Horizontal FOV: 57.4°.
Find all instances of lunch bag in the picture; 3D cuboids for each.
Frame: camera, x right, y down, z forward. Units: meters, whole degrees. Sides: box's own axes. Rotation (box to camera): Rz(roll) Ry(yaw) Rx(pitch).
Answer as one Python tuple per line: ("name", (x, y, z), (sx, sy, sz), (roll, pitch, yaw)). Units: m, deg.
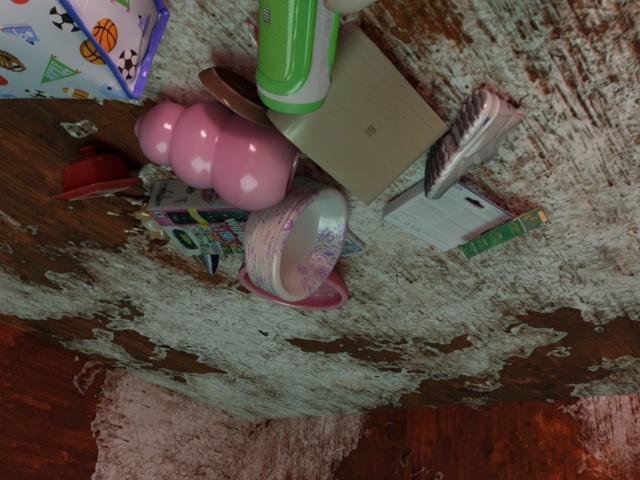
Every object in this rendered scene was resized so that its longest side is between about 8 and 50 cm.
("lunch bag", (-0.458, -0.403, 0.844), (0.328, 0.238, 0.385), (1, 156, 15))

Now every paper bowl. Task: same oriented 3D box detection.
("paper bowl", (-0.069, -0.011, 1.369), (0.148, 0.284, 0.284), (25, 158, 28))

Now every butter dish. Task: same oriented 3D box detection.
("butter dish", (-0.537, -0.167, 1.385), (0.160, 0.118, 0.160), (-12, -176, 28))

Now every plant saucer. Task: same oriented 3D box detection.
("plant saucer", (-0.145, -0.272, 1.080), (0.169, 0.168, 0.029), (25, 114, -27))
("plant saucer", (-0.075, 0.113, 1.736), (0.333, 0.084, 0.332), (11, 156, 5))

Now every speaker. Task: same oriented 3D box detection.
("speaker", (-0.033, -0.344, 0.871), (0.131, 0.131, 0.296), (8, 131, 1))

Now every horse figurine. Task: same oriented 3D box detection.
("horse figurine", (-0.481, -0.053, 1.604), (0.175, 0.066, 0.263), (6, 148, 16))

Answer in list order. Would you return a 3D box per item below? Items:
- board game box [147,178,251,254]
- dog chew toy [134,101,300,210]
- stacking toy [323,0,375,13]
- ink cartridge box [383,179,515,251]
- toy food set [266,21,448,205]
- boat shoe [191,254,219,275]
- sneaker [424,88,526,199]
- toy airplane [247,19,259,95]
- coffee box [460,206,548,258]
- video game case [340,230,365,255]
("board game box", (-0.253, -0.059, 1.506), (0.304, 0.097, 0.224), (-2, 148, 16))
("dog chew toy", (-0.215, -0.186, 1.191), (0.332, 0.206, 0.206), (17, 149, 1))
("stacking toy", (-0.037, -0.496, 0.555), (0.480, 0.350, 0.351), (35, 142, -17))
("ink cartridge box", (0.303, -0.070, 1.395), (0.223, 0.045, 0.224), (26, 143, -28))
("toy food set", (0.077, -0.224, 1.102), (0.220, 0.092, 0.306), (-44, 127, 14))
("boat shoe", (-0.345, 0.034, 1.726), (0.066, 0.066, 0.183), (9, 140, 9))
("sneaker", (0.297, -0.167, 1.166), (0.115, 0.105, 0.281), (14, 145, -14))
("toy airplane", (-0.102, -0.312, 1.027), (0.028, 0.151, 0.151), (-8, 149, 0))
("coffee box", (0.439, -0.017, 1.403), (0.113, 0.040, 0.184), (-20, 171, -39))
("video game case", (0.000, 0.000, 1.613), (0.191, 0.022, 0.173), (-13, 144, 32))
